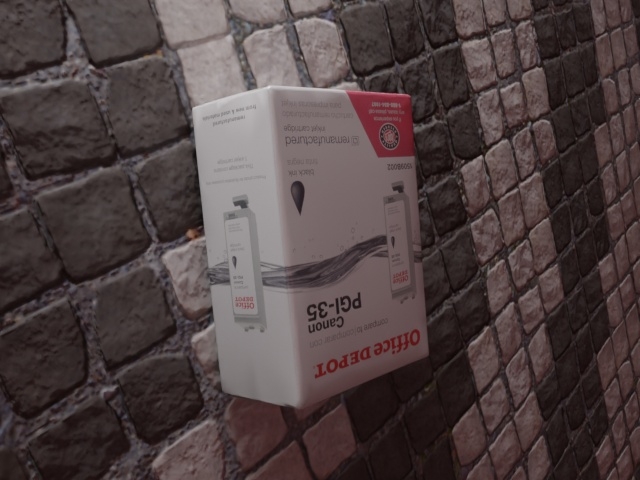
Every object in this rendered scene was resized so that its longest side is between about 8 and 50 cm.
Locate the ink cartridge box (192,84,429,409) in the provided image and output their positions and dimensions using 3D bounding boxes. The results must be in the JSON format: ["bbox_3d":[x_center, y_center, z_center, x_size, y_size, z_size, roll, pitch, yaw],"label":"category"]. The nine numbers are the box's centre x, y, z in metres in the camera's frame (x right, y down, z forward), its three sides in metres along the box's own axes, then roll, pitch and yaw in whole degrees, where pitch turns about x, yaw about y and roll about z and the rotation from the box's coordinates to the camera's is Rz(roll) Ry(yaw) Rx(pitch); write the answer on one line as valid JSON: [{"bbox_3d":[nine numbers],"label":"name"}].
[{"bbox_3d":[0.000,0.000,0.653,0.207,0.117,0.282,-10,96,-45],"label":"ink cartridge box"}]
